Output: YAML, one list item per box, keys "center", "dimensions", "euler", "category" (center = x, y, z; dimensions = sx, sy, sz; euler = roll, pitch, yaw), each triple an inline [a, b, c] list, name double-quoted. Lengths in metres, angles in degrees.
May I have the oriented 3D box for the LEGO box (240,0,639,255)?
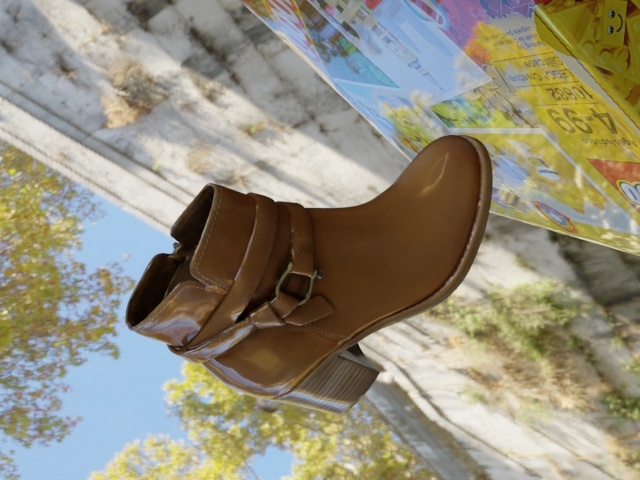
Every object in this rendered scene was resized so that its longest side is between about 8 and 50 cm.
- center: [0.145, -0.186, 0.607]
  dimensions: [0.372, 0.500, 0.193]
  euler: [41, -91, -16]
  category: "LEGO box"

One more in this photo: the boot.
- center: [0.000, 0.000, 0.412]
  dimensions: [0.152, 0.073, 0.197]
  euler: [30, -89, -34]
  category: "boot"
